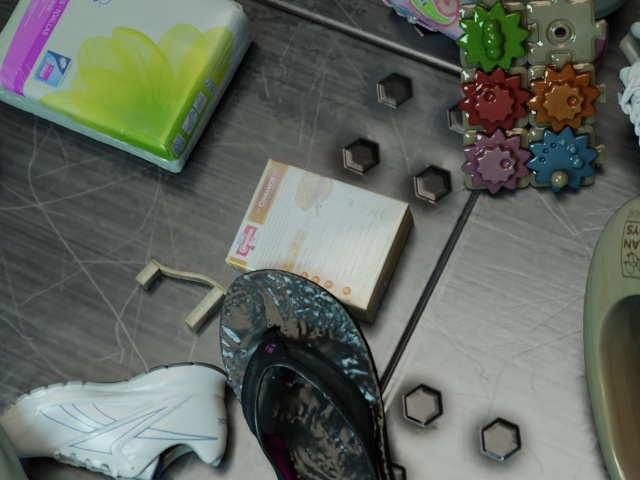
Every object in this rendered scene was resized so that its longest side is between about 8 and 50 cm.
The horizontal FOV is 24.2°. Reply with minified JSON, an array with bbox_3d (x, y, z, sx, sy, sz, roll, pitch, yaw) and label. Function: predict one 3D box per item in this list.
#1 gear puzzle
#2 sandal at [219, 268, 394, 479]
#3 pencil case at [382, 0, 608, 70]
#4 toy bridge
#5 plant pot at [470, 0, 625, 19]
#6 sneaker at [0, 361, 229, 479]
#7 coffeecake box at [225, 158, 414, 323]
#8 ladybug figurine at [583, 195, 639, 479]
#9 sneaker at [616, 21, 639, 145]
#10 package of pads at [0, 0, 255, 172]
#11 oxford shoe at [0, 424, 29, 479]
[{"bbox_3d":[0.246,-0.207,1.742,0.175,0.339,0.044,-1,27,8],"label":"gear puzzle"},{"bbox_3d":[0.001,0.227,1.675,0.167,0.107,0.446,-23,74,8],"label":"sandal"},{"bbox_3d":[0.216,-0.280,1.862,0.284,0.124,0.124,32,77,19],"label":"pencil case"},{"bbox_3d":[-0.138,0.083,1.823,0.188,0.026,0.063,38,78,19],"label":"toy bridge"},{"bbox_3d":[0.265,-0.427,1.797,0.293,0.196,0.293,8,43,-7],"label":"plant pot"},{"bbox_3d":[-0.249,0.225,1.746,0.297,0.111,0.129,-11,74,6],"label":"sneaker"},{"bbox_3d":[0.000,0.000,1.810,0.185,0.068,0.142,19,75,15],"label":"coffeecake box"},{"bbox_3d":[0.416,0.151,1.567,0.162,0.305,0.449,-13,99,-27],"label":"ladybug figurine"},{"bbox_3d":[0.400,-0.142,1.741,0.118,0.110,0.292,20,48,-13],"label":"sneaker"},{"bbox_3d":[-0.258,-0.245,1.927,0.296,0.101,0.229,23,76,15],"label":"package of pads"},{"bbox_3d":[-0.290,0.390,1.649,0.130,0.169,0.449,-23,78,1],"label":"oxford shoe"}]
